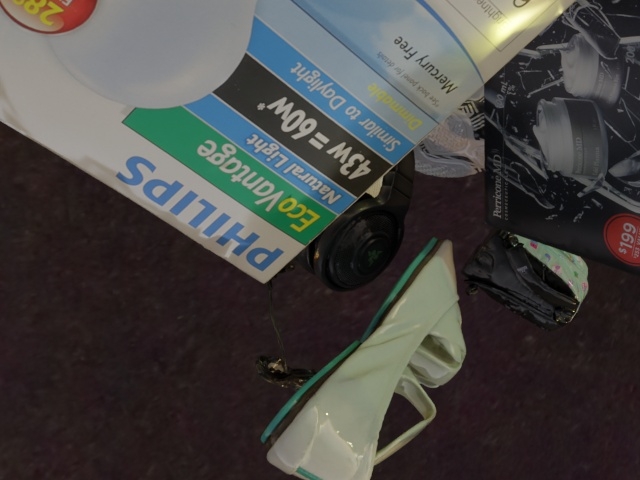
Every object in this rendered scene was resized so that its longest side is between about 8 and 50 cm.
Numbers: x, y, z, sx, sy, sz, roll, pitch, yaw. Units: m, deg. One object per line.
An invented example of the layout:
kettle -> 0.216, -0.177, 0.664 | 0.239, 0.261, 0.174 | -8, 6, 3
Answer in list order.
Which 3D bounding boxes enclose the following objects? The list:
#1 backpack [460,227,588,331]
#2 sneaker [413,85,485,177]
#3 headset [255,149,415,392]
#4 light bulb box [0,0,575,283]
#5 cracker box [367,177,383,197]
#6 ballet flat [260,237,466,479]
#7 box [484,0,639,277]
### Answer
backpack -> 0.332, 0.052, 1.456 | 0.182, 0.115, 0.152 | 35, 140, 3
sneaker -> 0.294, -0.252, 1.546 | 0.366, 0.210, 0.137 | -28, 124, 36
headset -> 0.000, 0.000, 1.218 | 0.243, 0.185, 0.394 | 10, 77, 38
light bulb box -> -0.067, -0.218, 0.722 | 0.358, 0.225, 0.361 | 33, 115, -31
cracker box -> 0.028, -0.111, 1.437 | 0.067, 0.232, 0.155 | -3, 97, 38
ballet flat -> 0.084, 0.141, 1.037 | 0.139, 0.400, 0.139 | 17, 126, 24
box -> 0.365, -0.152, 1.075 | 0.313, 0.179, 0.343 | 23, 131, 40
